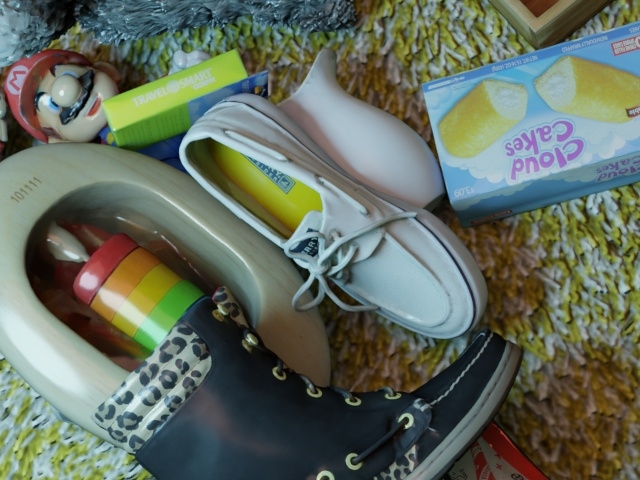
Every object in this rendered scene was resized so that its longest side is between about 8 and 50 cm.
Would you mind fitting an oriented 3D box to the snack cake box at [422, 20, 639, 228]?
[{"bbox_3d":[0.259,-0.126,1.804,0.264,0.089,0.152,-16,66,9],"label":"snack cake box"}]

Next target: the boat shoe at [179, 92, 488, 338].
[{"bbox_3d":[0.003,-0.007,1.699,0.367,0.156,0.136,41,124,3],"label":"boat shoe"}]

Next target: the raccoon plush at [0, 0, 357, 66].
[{"bbox_3d":[-0.150,-0.267,1.861,0.299,0.216,0.446,19,53,20],"label":"raccoon plush"}]

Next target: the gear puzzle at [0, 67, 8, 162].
[{"bbox_3d":[-0.435,-0.046,1.932,0.175,0.044,0.338,-10,83,37],"label":"gear puzzle"}]

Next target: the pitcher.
[{"bbox_3d":[0.020,-0.082,1.816,0.178,0.125,0.207,-43,81,-3],"label":"pitcher"}]

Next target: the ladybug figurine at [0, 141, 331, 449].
[{"bbox_3d":[-0.187,0.085,1.749,0.449,0.162,0.305,40,60,10],"label":"ladybug figurine"}]

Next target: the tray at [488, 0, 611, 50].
[{"bbox_3d":[0.349,-0.418,1.898,0.411,0.076,0.203,-39,66,-1],"label":"tray"}]

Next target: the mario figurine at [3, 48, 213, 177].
[{"bbox_3d":[-0.229,-0.131,1.884,0.321,0.170,0.198,24,43,14],"label":"mario figurine"}]

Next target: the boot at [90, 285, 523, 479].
[{"bbox_3d":[-0.009,0.155,1.591,0.284,0.138,0.377,44,72,5],"label":"boot"}]

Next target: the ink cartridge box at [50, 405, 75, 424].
[{"bbox_3d":[-0.208,0.136,1.866,0.145,0.045,0.179,10,55,18],"label":"ink cartridge box"}]

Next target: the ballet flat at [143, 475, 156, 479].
[{"bbox_3d":[-0.006,0.364,1.670,0.483,0.164,0.182,26,58,23],"label":"ballet flat"}]

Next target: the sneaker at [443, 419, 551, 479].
[{"bbox_3d":[0.175,0.286,1.676,0.145,0.090,0.270,-42,62,-2],"label":"sneaker"}]

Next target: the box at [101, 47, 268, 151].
[{"bbox_3d":[-0.146,-0.153,1.794,0.178,0.109,0.042,-22,79,-7],"label":"box"}]
